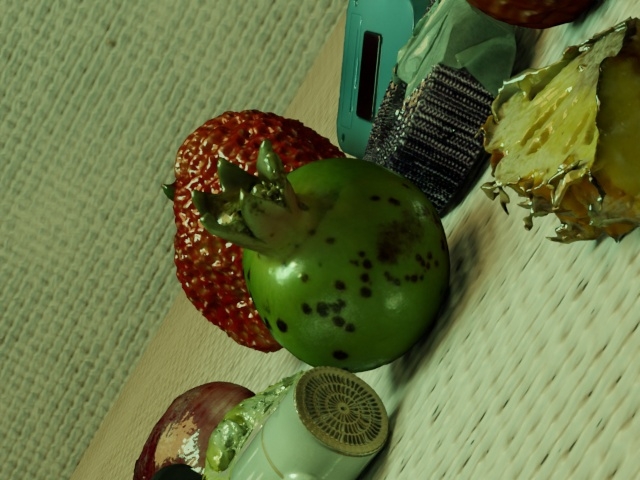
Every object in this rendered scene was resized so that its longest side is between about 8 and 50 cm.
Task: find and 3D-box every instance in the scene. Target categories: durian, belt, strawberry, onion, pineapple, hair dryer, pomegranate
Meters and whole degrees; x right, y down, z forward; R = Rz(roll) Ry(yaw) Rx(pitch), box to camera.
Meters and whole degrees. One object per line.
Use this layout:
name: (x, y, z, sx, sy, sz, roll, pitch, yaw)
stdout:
durian: (-0.046, 0.213, 1.851, 0.208, 0.102, 0.146, -48, 21, -8)
belt: (0.135, -0.163, 1.906, 0.325, 0.122, 0.260, -77, 12, -63)
strawberry: (-0.047, -0.006, 2.154, 0.351, 0.267, 0.312, 22, 112, 52)
onion: (-0.196, 0.319, 2.287, 0.283, 0.120, 0.227, -67, 6, -32)
pineapple: (0.221, -0.084, 1.296, 0.186, 0.114, 0.236, -60, 19, 8)
hair dryer: (-0.028, 0.298, 1.529, 0.357, 0.107, 0.173, -81, 18, -48)
pomegranate: (0.002, -0.006, 1.656, 0.231, 0.286, 0.231, -35, 23, 18)

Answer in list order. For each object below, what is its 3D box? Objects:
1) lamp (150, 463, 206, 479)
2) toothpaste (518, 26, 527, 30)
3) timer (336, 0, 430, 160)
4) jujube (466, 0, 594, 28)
lamp: (-0.117, 0.270, 2.017, 0.371, 0.108, 0.130, -48, 20, 53)
toothpaste: (0.278, -0.335, 1.900, 0.233, 0.038, 0.060, -62, 10, -24)
timer: (0.104, -0.217, 2.199, 0.250, 0.091, 0.232, -141, 56, -70)
jujube: (0.232, -0.342, 1.689, 0.232, 0.213, 0.213, -51, 13, 41)
